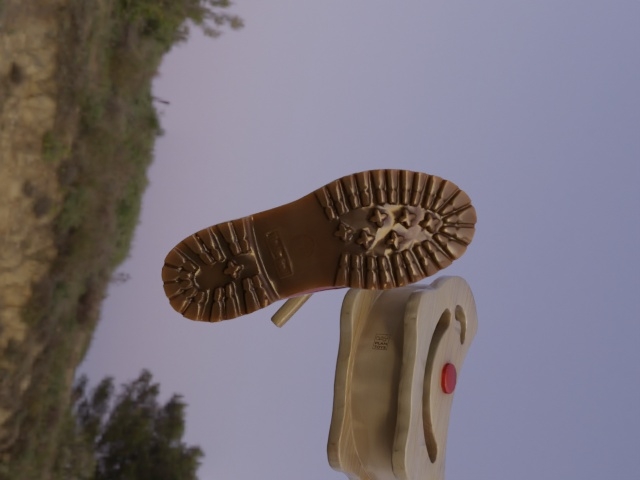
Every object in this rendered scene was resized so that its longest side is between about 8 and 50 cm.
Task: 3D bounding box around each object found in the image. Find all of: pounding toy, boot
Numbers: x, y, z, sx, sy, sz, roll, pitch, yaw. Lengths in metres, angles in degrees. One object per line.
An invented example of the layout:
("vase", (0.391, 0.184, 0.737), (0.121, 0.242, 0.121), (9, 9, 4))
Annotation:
("pounding toy", (0.053, 0.104, 0.835), (0.154, 0.154, 0.270), (1, -101, 29))
("boot", (0.000, 0.000, 0.459), (0.084, 0.157, 0.059), (-111, -171, -89))
